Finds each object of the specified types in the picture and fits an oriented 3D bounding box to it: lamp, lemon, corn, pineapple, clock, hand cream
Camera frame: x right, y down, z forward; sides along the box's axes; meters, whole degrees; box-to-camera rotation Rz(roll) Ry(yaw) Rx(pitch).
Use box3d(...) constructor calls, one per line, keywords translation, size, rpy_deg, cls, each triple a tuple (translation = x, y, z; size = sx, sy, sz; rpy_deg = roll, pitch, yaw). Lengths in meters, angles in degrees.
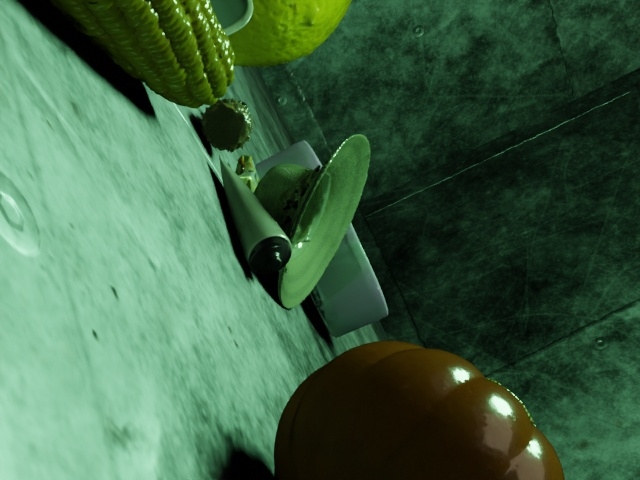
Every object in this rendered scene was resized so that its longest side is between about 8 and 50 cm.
box3d(translation=(0.065, 0.176, 0.544), size=(0.223, 0.196, 0.223), rpy_deg=(33, -39, 32), cls="lamp")
box3d(translation=(-0.099, -0.503, 1.489), size=(0.350, 0.387, 0.349), rpy_deg=(172, -90, -86), cls="lemon")
box3d(translation=(-0.159, -0.211, 0.670), size=(0.120, 0.120, 0.363), rpy_deg=(65, 3, 18), cls="corn")
box3d(translation=(-0.129, -0.166, 1.092), size=(0.074, 0.074, 0.159), rpy_deg=(63, 2, -14), cls="pineapple")
box3d(translation=(0.000, 0.000, 1.329), size=(0.338, 0.102, 0.338), rpy_deg=(155, -90, -89), cls="clock")
box3d(translation=(-0.084, -0.025, 0.950), size=(0.186, 0.054, 0.087), rpy_deg=(57, -10, 48), cls="hand cream")

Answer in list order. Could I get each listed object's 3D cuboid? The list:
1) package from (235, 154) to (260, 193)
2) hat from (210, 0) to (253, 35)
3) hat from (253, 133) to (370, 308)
box3d(translation=(-0.096, -0.063, 1.136), size=(0.108, 0.031, 0.120), rpy_deg=(-102, 172, -69), cls="package")
box3d(translation=(-0.199, -0.371, 1.017), size=(0.232, 0.161, 0.275), rpy_deg=(42, 43, -48), cls="hat")
box3d(translation=(-0.036, -0.045, 1.050), size=(0.110, 0.252, 0.252), rpy_deg=(24, -7, 14), cls="hat")
